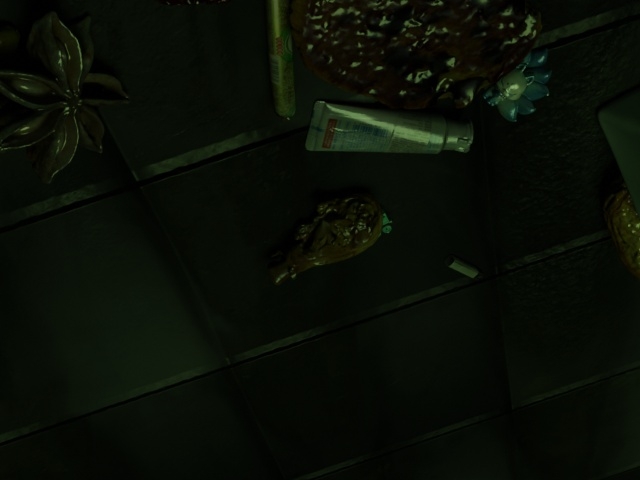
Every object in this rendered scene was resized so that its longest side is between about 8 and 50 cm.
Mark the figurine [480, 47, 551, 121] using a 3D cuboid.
[{"bbox_3d":[0.272,-0.229,1.490,0.114,0.079,0.114,6,110,18],"label":"figurine"}]

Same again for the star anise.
[{"bbox_3d":[-0.322,-0.164,1.282,0.197,0.073,0.212,-49,147,-24],"label":"star anise"}]

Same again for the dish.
[{"bbox_3d":[0.553,-0.128,1.645,0.182,0.080,0.243,-27,113,7],"label":"dish"}]

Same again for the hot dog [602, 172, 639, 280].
[{"bbox_3d":[0.567,-0.045,1.802,0.175,0.114,0.259,-22,119,12],"label":"hot dog"}]

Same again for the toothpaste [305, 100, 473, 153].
[{"bbox_3d":[0.099,-0.155,1.531,0.234,0.057,0.089,1,135,-14],"label":"toothpaste"}]

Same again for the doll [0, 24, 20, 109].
[{"bbox_3d":[-0.425,-0.170,1.284,0.137,0.097,0.209,-15,136,-59],"label":"doll"}]

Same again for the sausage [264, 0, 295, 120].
[{"bbox_3d":[-0.051,-0.250,1.368,0.033,0.032,0.269,-12,140,-9],"label":"sausage"}]

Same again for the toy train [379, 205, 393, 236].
[{"bbox_3d":[0.069,-0.019,1.692,0.092,0.029,0.045,-24,133,7],"label":"toy train"}]

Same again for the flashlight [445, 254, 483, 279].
[{"bbox_3d":[0.247,0.047,1.847,0.083,0.018,0.018,24,123,-41],"label":"flashlight"}]

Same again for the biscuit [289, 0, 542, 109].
[{"bbox_3d":[0.123,-0.296,1.353,0.334,0.081,0.289,23,126,-35],"label":"biscuit"}]

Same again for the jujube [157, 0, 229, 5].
[{"bbox_3d":[-0.124,-0.313,1.225,0.166,0.104,0.104,-17,143,17],"label":"jujube"}]

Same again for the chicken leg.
[{"bbox_3d":[0.002,0.001,1.641,0.208,0.085,0.101,-32,162,18],"label":"chicken leg"}]
